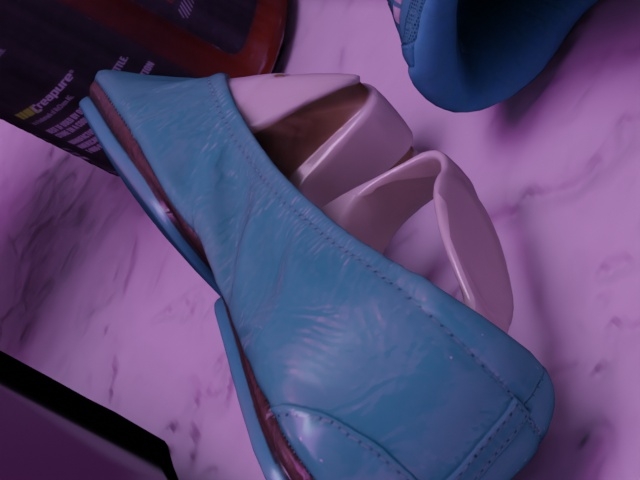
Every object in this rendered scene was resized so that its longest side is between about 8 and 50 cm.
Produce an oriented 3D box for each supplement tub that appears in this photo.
[{"bbox_3d":[-0.114,-0.102,0.626,0.106,0.198,0.106,-34,42,37],"label":"supplement tub"}]

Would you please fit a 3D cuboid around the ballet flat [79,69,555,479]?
[{"bbox_3d":[0.000,0.000,0.515,0.087,0.083,0.247,-35,35,0],"label":"ballet flat"}]

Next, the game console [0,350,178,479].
[{"bbox_3d":[-0.182,0.198,0.568,0.213,0.044,0.361,22,86,30],"label":"game console"}]

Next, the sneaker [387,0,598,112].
[{"bbox_3d":[0.108,-0.104,0.425,0.275,0.107,0.110,-21,71,54],"label":"sneaker"}]
